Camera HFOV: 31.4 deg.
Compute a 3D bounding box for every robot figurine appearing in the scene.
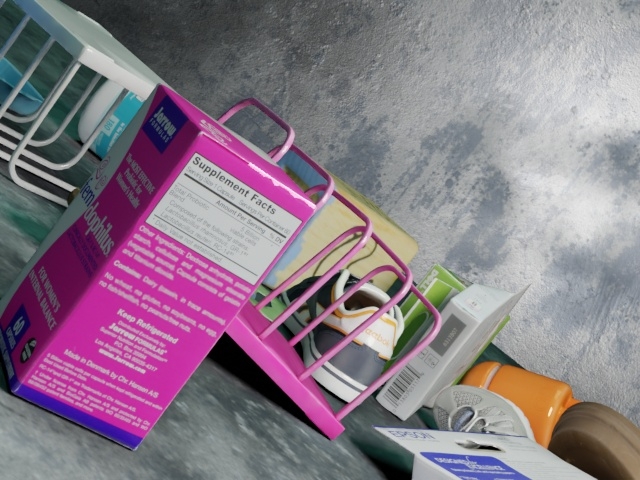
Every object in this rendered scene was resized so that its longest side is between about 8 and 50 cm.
[{"bbox_3d":[0.299,0.258,1.735,0.219,0.158,0.128,16,-34,25],"label":"robot figurine"}]

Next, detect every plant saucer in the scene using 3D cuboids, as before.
[{"bbox_3d":[0.367,0.337,1.420,0.278,0.041,0.278,50,-29,43],"label":"plant saucer"}]

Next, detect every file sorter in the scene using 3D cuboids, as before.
[{"bbox_3d":[-0.034,0.020,1.212,0.291,0.182,0.202,49,0,-27],"label":"file sorter"},{"bbox_3d":[-0.317,-0.178,1.356,0.277,0.173,0.193,42,9,40],"label":"file sorter"}]

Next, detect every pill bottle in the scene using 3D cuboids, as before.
[{"bbox_3d":[-0.218,-0.128,1.685,0.264,0.146,0.146,38,6,9],"label":"pill bottle"}]

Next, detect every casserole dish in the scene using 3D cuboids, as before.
[{"bbox_3d":[-0.459,-0.232,1.593,0.188,0.037,0.114,44,8,38],"label":"casserole dish"}]

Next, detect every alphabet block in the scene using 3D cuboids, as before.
[{"bbox_3d":[0.000,0.000,1.803,0.197,0.192,0.193,32,10,-34],"label":"alphabet block"}]

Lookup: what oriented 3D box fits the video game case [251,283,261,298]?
[{"bbox_3d":[-0.171,0.009,1.515,0.212,0.023,0.193,38,6,-3],"label":"video game case"}]

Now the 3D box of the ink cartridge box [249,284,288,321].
[{"bbox_3d":[-0.128,0.005,1.440,0.235,0.056,0.171,35,5,3],"label":"ink cartridge box"}]

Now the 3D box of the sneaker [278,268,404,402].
[{"bbox_3d":[0.033,0.103,1.516,0.126,0.127,0.321,32,6,-19],"label":"sneaker"}]

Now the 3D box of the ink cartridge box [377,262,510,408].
[{"bbox_3d":[0.140,0.127,1.643,0.097,0.189,0.255,43,9,34],"label":"ink cartridge box"}]

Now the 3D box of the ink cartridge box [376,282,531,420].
[{"bbox_3d":[0.188,0.136,1.575,0.066,0.189,0.232,38,26,11],"label":"ink cartridge box"}]

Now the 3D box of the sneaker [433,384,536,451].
[{"bbox_3d":[0.221,0.266,1.488,0.115,0.105,0.281,31,8,-34],"label":"sneaker"}]

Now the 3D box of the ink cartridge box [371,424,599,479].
[{"bbox_3d":[0.246,0.296,1.228,0.303,0.072,0.307,13,6,-44],"label":"ink cartridge box"}]

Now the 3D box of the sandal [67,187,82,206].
[{"bbox_3d":[-0.185,0.033,1.140,0.090,0.060,0.219,49,-2,44],"label":"sandal"}]

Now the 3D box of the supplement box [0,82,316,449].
[{"bbox_3d":[-0.122,0.017,0.811,0.114,0.220,0.111,34,7,-33],"label":"supplement box"}]
